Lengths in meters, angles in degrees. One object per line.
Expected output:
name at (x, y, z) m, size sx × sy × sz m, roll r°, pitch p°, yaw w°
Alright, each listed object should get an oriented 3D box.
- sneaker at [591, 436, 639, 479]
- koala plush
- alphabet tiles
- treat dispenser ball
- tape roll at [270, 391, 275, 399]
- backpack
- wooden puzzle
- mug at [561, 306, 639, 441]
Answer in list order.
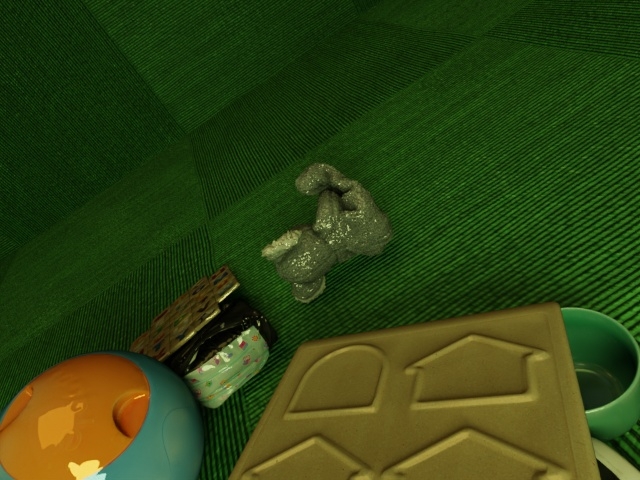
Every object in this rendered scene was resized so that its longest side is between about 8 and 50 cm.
sneaker at (0.258, 0.283, 0.370) m, size 0.121 × 0.079 × 0.216 m, roll -34°, pitch 43°, yaw 1°
koala plush at (0.000, 0.000, 0.869) m, size 0.221 × 0.196 × 0.203 m, roll -41°, pitch 44°, yaw -16°
alphabet tiles at (-0.299, 0.163, 0.979) m, size 0.285 × 0.011 × 0.342 m, roll -41°, pitch 16°, yaw -9°
treat dispenser ball at (-0.317, 0.306, 0.662) m, size 0.288 × 0.288 × 0.288 m, roll -23°, pitch 35°, yaw 17°
tape roll at (0.028, 0.255, 0.626) m, size 0.219 × 0.072 × 0.219 m, roll -23°, pitch 35°, yaw 17°
backpack at (-0.172, 0.203, 0.817) m, size 0.182 × 0.115 × 0.152 m, roll -41°, pitch 14°, yaw -20°
wooden puzzle at (0.076, 0.191, 0.434) m, size 0.323 × 0.080 × 0.348 m, roll -15°, pitch 16°, yaw 26°
mug at (0.272, 0.161, 0.510) m, size 0.158 × 0.097 × 0.129 m, roll -29°, pitch 35°, yaw 10°
